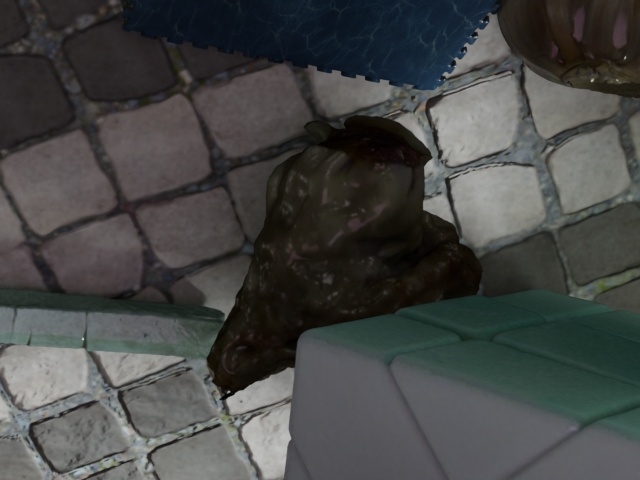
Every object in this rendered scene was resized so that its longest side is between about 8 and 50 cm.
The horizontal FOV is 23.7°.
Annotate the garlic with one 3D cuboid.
[{"bbox_3d":[0.202,-0.203,1.147,0.131,0.127,0.194,-3,98,-32],"label":"garlic"}]

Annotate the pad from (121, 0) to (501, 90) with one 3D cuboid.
[{"bbox_3d":[0.013,-0.199,1.078,0.269,0.012,0.270,8,151,-16],"label":"pad"}]

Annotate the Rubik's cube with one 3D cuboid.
[{"bbox_3d":[0.181,0.228,1.078,0.316,0.322,0.319,-6,106,-50],"label":"Rubik's cube"}]

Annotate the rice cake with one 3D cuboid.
[{"bbox_3d":[-0.198,0.070,1.266,0.245,0.042,0.045,6,109,-15],"label":"rice cake"}]

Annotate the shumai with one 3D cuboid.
[{"bbox_3d":[0.002,-0.001,1.220,0.218,0.184,0.185,-19,90,14],"label":"shumai"}]
